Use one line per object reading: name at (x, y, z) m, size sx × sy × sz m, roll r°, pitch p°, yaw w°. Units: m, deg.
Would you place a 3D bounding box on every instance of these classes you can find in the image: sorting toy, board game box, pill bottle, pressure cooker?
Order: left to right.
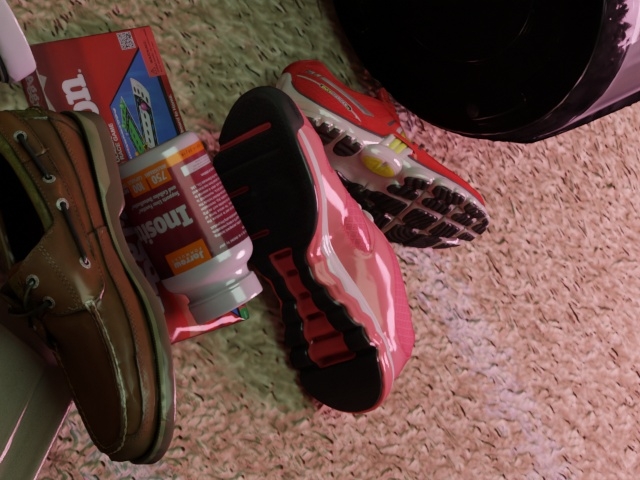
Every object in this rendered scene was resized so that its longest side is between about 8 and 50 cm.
sorting toy at (-0.293, 0.111, 1.424) m, size 0.196 × 0.047 × 0.348 m, roll 40°, pitch 47°, yaw -20°
board game box at (-0.164, -0.045, 1.623) m, size 0.145 × 0.027 × 0.281 m, roll -17°, pitch 87°, yaw -44°
pill bottle at (-0.111, -0.010, 1.578) m, size 0.086 × 0.086 × 0.152 m, roll -33°, pitch 98°, yaw -45°
pressure cooker at (0.262, -0.316, 1.886) m, size 0.420 × 0.375 × 0.370 m, roll -27°, pitch 91°, yaw -45°

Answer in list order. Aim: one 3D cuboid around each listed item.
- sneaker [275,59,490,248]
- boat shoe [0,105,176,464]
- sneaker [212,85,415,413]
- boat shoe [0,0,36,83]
sneaker at (0.066, -0.089, 1.810) m, size 0.279 × 0.107 × 0.118 m, roll 34°, pitch 45°, yaw -33°
boat shoe at (-0.202, 0.037, 1.446) m, size 0.104 × 0.111 × 0.307 m, roll 1°, pitch 58°, yaw -38°
sneaker at (0.000, 0.000, 1.723) m, size 0.136 × 0.116 × 0.314 m, roll -34°, pitch 106°, yaw -55°
boat shoe at (-0.347, -0.229, 1.474) m, size 0.102 × 0.108 × 0.301 m, roll -42°, pitch 121°, yaw -11°
